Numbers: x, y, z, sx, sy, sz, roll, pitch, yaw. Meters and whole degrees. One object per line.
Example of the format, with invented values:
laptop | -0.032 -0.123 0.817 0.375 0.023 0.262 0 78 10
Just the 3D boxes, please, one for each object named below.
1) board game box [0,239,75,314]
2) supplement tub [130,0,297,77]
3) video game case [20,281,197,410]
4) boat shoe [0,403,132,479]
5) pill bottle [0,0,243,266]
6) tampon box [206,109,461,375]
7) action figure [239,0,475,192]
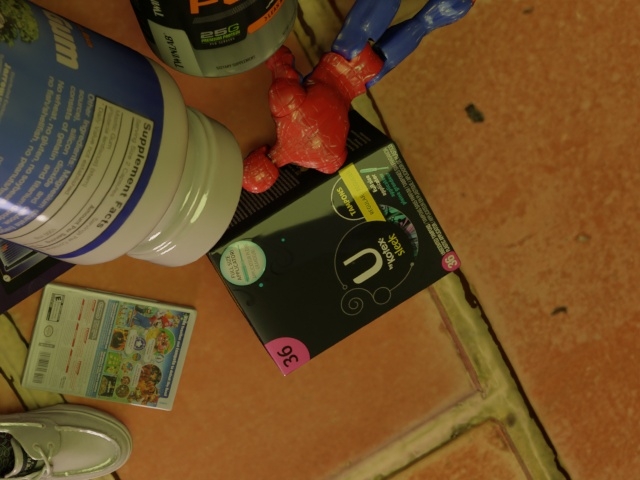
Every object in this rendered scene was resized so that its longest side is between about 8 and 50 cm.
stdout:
board game box | -0.240 -0.040 1.131 0.141 0.048 0.170 -35 116 -36
supplement tub | -0.085 -0.207 1.071 0.117 0.117 0.190 -27 150 -6
video game case | -0.165 0.083 1.244 0.122 0.011 0.087 11 103 -19
boat shoe | -0.233 0.160 1.221 0.184 0.063 0.066 11 104 -18
pill bottle | -0.184 -0.071 1.043 0.272 0.152 0.152 21 101 -44
tampon box | 0.000 0.000 1.215 0.161 0.101 0.120 -33 113 -4
action figure | 0.012 -0.142 1.185 0.280 0.139 0.091 -51 122 -21
